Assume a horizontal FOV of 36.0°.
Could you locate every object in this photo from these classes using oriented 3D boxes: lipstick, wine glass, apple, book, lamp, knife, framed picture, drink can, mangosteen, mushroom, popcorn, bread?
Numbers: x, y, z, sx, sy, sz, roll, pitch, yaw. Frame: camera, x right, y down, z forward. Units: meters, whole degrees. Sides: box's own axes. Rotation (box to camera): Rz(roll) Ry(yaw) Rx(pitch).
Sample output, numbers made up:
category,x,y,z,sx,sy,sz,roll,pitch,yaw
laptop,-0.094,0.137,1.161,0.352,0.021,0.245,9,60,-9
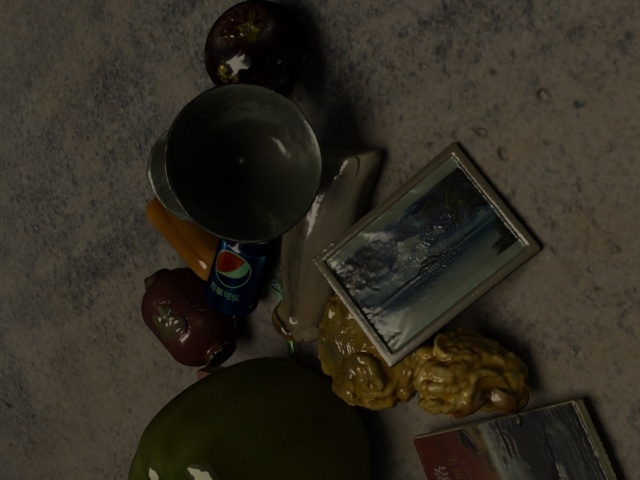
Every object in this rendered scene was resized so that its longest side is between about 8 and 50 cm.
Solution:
category,x,y,z,sx,sy,sz,roll,pitch,yaw
lipstick,-0.213,0.314,2.200,0.145,0.045,0.045,5,107,44
wine glass,-0.181,-0.135,1.777,0.406,0.267,0.267,-171,66,-72
apple,-0.134,0.457,1.914,0.474,0.474,0.473,18,118,40
book,0.337,0.423,1.665,0.374,0.028,0.262,-26,86,45
lamp,-0.279,0.156,2.119,0.258,0.180,0.180,47,133,23
knife,-0.073,0.159,2.015,0.078,0.023,0.166,5,111,69
framed picture,0.167,0.023,1.613,0.315,0.024,0.232,-41,73,13
drink can,-0.160,0.050,1.996,0.118,0.118,0.204,40,129,28
mangosteen,-0.108,-0.320,1.774,0.192,0.192,0.217,33,159,33
mushroom,-0.007,-0.006,1.813,0.154,0.137,0.407,26,116,21
popcorn,0.101,0.177,1.740,0.250,0.190,0.250,29,125,50
popcorn,0.244,0.216,1.620,0.163,0.194,0.140,-108,21,-71
bread,-0.287,-0.016,2.112,0.092,0.074,0.239,-46,66,0

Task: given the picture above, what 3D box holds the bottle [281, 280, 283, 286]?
category,x,y,z,sx,sy,sz,roll,pitch,yaw
bottle,-0.054,0.049,1.942,0.045,0.045,0.096,27,125,36
